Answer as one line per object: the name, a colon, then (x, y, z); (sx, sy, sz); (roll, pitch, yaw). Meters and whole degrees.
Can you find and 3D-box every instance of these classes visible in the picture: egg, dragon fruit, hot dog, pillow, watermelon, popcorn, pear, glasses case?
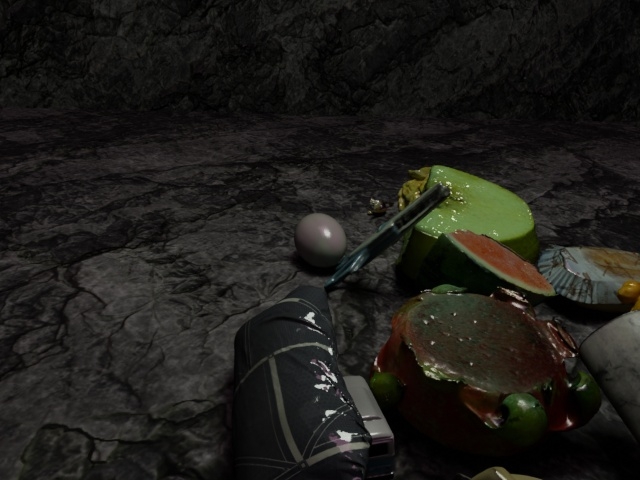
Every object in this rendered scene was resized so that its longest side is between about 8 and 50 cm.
egg: (0.000, 0.000, 1.021); (0.103, 0.103, 0.135); (-6, 30, -22)
dragon fruit: (0.200, 0.163, 0.644); (0.268, 0.130, 0.295); (9, 24, 2)
hot dog: (0.541, 0.074, 0.955); (0.270, 0.082, 0.163); (4, 36, -19)
pillow: (-0.034, 0.175, 0.569); (0.092, 0.161, 0.335); (42, 16, -25)
watermelon: (0.257, 0.086, 0.824); (0.231, 0.146, 0.128); (33, 29, -1)
popcorn: (0.286, -0.085, 1.212); (0.195, 0.173, 0.169); (19, 54, -30)
pear: (0.295, -0.007, 1.006); (0.292, 0.160, 0.293); (2, 37, -2)
glasses case: (0.377, 0.191, 0.497); (0.114, 0.060, 0.299); (-38, 25, 18)

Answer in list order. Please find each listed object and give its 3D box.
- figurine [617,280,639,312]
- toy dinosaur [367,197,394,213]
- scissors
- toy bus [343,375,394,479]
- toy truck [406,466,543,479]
figurine: (0.560, 0.143, 0.672); (0.322, 0.196, 0.320); (13, 30, -3)
toy dinosaur: (0.147, -0.089, 1.327); (0.058, 0.037, 0.180); (8, 23, 22)
scissors: (0.116, -0.006, 0.902); (0.041, 0.289, 0.138); (49, 30, -2)
toy bus: (0.040, 0.212, 0.588); (0.060, 0.075, 0.123); (-3, 25, -15)
toy truck: (0.192, 0.309, 0.264); (0.253, 0.181, 0.405); (15, 12, -36)
